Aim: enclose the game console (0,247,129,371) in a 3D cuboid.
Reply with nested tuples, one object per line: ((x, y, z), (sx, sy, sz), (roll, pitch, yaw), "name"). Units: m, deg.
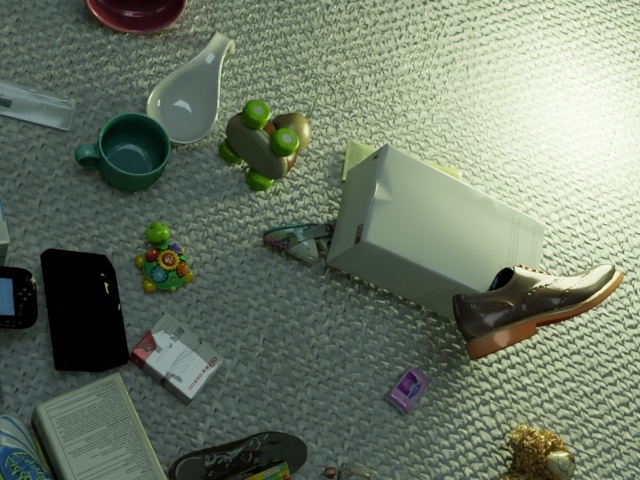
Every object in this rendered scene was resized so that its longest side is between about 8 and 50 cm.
((-0.486, 0.110, 1.761), (0.361, 0.044, 0.213), (7, 59, -43), "game console")

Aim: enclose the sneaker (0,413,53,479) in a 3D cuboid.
((-0.446, 0.379, 1.680), (0.091, 0.126, 0.240), (-16, 82, -45), "sneaker")

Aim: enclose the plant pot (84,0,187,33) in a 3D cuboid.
((-0.362, -0.536, 2.080), (0.201, 0.201, 0.180), (4, 51, -17), "plant pot")

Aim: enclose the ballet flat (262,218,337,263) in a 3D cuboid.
((0.000, 0.000, 2.036), (0.221, 0.077, 0.079), (-11, 75, -27), "ballet flat")

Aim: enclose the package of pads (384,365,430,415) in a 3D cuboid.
((0.162, 0.280, 1.994), (0.050, 0.032, 0.083), (42, 62, 0), "package of pads")

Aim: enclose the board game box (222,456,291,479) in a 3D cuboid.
((-0.120, 0.461, 1.786), (0.170, 0.048, 0.141), (-19, 97, -24), "board game box")

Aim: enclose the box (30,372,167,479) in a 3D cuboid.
((-0.356, 0.356, 1.731), (0.148, 0.127, 0.232), (-20, 76, -25), "box")

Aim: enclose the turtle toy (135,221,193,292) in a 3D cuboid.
((-0.283, 0.031, 1.927), (0.095, 0.066, 0.130), (-14, 74, -24), "turtle toy")

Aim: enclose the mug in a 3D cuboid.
((-0.361, -0.162, 1.965), (0.157, 0.097, 0.130), (24, 63, -7), "mug")

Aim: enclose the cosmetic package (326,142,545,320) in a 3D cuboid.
((0.223, 0.004, 2.026), (0.384, 0.156, 0.217), (25, 61, -18), "cosmetic package")

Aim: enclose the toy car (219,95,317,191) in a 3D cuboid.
((-0.078, -0.214, 2.061), (0.149, 0.155, 0.188), (45, 52, 3), "toy car")

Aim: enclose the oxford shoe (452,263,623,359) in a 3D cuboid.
((0.399, 0.092, 1.930), (0.363, 0.130, 0.133), (-20, 81, -30), "oxford shoe")

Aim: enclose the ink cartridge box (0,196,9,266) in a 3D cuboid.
((-0.567, -0.010, 1.817), (0.052, 0.122, 0.089), (-8, 71, -26), "ink cartridge box")

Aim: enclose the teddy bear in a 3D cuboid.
((0.394, 0.503, 1.935), (0.245, 0.113, 0.338), (38, 62, -3), "teddy bear")

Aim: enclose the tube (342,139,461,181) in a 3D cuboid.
((0.164, -0.137, 2.158), (0.240, 0.062, 0.070), (13, 24, -8), "tube")

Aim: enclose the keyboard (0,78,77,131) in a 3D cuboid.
((-0.586, -0.264, 1.981), (0.255, 0.014, 0.072), (13, 70, -13), "keyboard")

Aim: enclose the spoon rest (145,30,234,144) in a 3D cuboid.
((-0.241, -0.305, 2.074), (0.137, 0.084, 0.276), (27, 61, -6), "spoon rest")

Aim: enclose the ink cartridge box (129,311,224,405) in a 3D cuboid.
((-0.252, 0.208, 1.869), (0.135, 0.056, 0.099), (39, 62, 1), "ink cartridge box")

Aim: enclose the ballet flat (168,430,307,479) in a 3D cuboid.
((-0.142, 0.382, 1.839), (0.249, 0.058, 0.084), (-8, 83, -25), "ballet flat")

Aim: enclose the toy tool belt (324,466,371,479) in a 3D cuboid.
((0.050, 0.427, 1.883), (0.083, 0.052, 0.051), (4, 59, -17), "toy tool belt")
